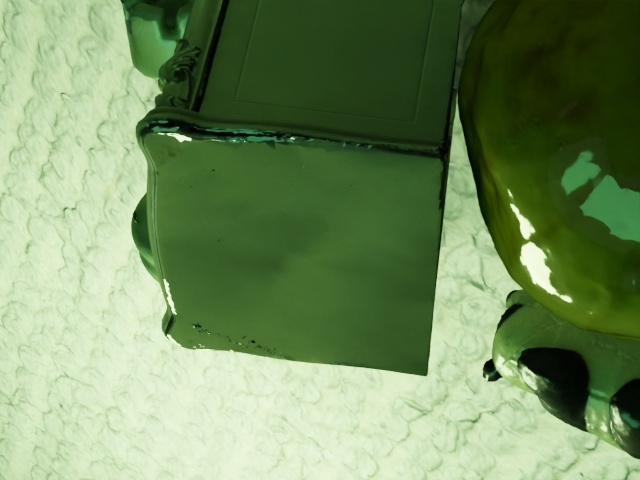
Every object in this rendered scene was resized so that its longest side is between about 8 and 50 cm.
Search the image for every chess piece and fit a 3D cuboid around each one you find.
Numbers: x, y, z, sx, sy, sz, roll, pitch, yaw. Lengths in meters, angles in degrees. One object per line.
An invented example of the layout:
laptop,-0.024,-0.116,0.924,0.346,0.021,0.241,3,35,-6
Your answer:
chess piece,-0.112,-0.115,1.756,0.194,0.194,0.299,16,129,34

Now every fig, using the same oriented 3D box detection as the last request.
fig,0.261,-0.072,1.304,0.343,0.343,0.343,27,144,22

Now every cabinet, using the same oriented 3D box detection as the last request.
cabinet,-0.001,-0.107,1.450,0.227,0.318,0.290,6,143,5

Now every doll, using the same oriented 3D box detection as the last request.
doll,0.264,0.121,1.661,0.234,0.143,0.135,26,150,22
